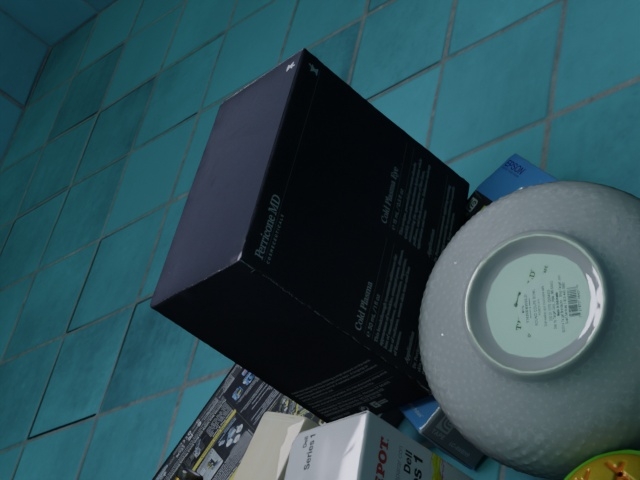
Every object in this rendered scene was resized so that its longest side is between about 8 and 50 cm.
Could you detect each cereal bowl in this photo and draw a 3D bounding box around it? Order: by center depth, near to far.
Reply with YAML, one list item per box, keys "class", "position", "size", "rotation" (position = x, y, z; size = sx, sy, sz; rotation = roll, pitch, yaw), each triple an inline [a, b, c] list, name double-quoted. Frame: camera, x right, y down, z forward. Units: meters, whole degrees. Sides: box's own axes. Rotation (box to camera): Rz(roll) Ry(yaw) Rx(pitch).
- class: "cereal bowl"
  position: [0.255, 0.085, 1.433]
  size: [0.339, 0.141, 0.339]
  rotation: [-10, 68, 25]

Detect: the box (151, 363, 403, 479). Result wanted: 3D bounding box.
- class: "box"
  position: [-0.088, 0.316, 1.858]
  size: [0.395, 0.097, 0.318]
  rotation: [-54, 28, -2]

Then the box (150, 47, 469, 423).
- class: "box"
  position: [0.000, 0.000, 1.625]
  size: [0.179, 0.312, 0.343]
  rotation: [-26, 37, 41]

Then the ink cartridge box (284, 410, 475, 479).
- class: "ink cartridge box"
  position: [0.090, 0.339, 1.397]
  size: [0.117, 0.278, 0.201]
  rotation: [-26, 40, 39]

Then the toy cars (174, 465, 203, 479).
- class: "toy cars"
  position: [-0.198, 0.410, 1.659]
  size: [0.393, 0.087, 0.176]
  rotation: [-56, 8, 43]

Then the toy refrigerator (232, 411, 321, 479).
- class: "toy refrigerator"
  position: [0.031, 0.307, 1.521]
  size: [0.094, 0.269, 0.102]
  rotation: [-2, 58, 54]

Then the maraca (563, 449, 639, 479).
- class: "maraca"
  position: [0.323, 0.270, 1.325]
  size: [0.186, 0.099, 0.127]
  rotation: [-25, 65, 14]

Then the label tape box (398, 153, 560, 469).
- class: "label tape box"
  position: [0.217, 0.081, 1.660]
  size: [0.347, 0.115, 0.249]
  rotation: [-49, 29, 3]
